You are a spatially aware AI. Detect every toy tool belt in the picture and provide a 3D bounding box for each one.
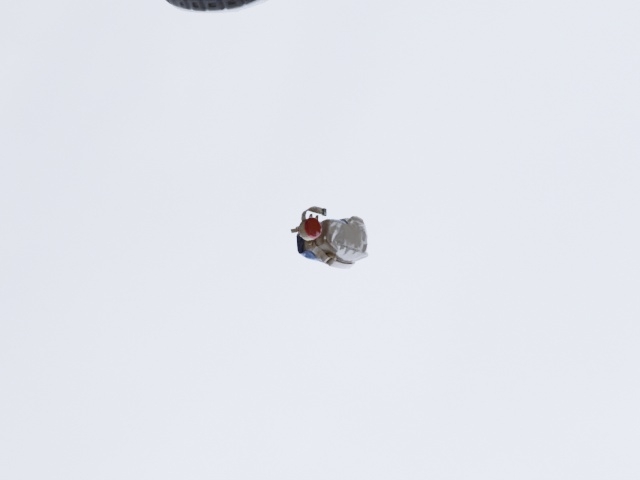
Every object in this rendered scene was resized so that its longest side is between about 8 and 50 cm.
[{"bbox_3d":[0.000,0.000,1.707,0.051,0.083,0.052,-16,-111,42],"label":"toy tool belt"}]

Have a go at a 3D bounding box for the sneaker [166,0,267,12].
[{"bbox_3d":[-0.030,-0.305,2.085,0.297,0.129,0.111,-14,-101,11],"label":"sneaker"}]
